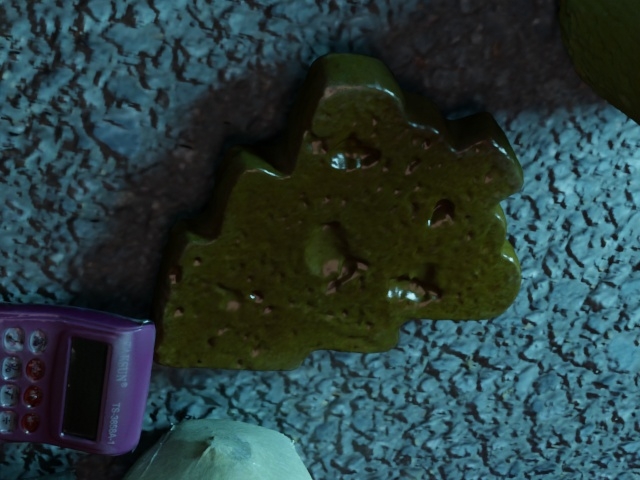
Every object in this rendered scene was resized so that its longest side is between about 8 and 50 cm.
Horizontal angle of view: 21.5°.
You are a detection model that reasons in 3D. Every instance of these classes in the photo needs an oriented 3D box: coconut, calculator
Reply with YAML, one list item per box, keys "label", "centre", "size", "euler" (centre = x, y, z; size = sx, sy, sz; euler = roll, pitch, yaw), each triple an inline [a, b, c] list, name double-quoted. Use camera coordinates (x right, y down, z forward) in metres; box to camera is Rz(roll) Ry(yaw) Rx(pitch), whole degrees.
- label: "coconut"
  centre: [-0.076, 0.209, 1.268]
  size: [0.161, 0.161, 0.162]
  euler: [0, 124, -18]
- label: "calculator"
  centre: [-0.218, 0.095, 1.203]
  size: [0.190, 0.034, 0.126]
  euler: [6, 126, -9]

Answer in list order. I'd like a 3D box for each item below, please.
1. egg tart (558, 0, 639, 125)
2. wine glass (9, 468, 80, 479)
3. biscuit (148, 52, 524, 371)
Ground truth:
- label: "egg tart"
  centre: [0.273, -0.143, 1.112]
  size: [0.203, 0.147, 0.202]
  euler: [-10, 128, -13]
- label: "wine glass"
  centre: [-0.281, 0.236, 1.253]
  size: [0.222, 0.103, 0.103]
  euler: [-14, 130, -7]
- label: "biscuit"
  centre: [0.000, -0.001, 1.200]
  size: [0.301, 0.043, 0.278]
  euler: [-27, 132, 7]
